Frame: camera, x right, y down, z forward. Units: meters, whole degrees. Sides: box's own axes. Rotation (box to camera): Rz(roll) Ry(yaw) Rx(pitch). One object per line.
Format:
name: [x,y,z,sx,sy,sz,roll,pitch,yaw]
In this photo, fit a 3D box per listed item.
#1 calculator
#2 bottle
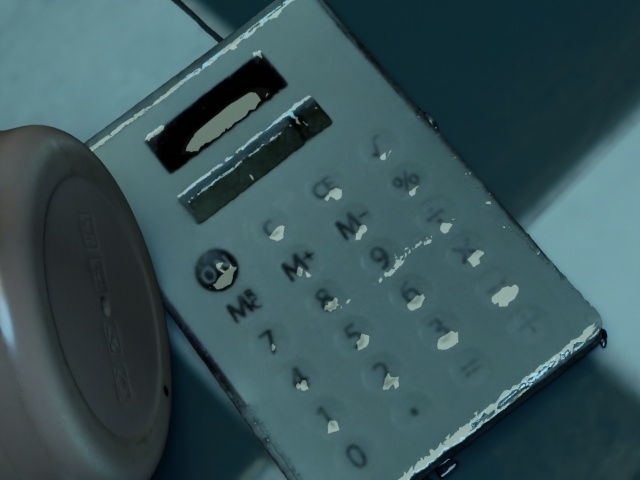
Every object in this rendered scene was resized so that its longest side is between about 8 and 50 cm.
calculator: [0.000,0.000,0.927,0.161,0.021,0.262,-38,60,-3]
bottle: [-0.229,0.054,0.901,0.296,0.173,0.206,-15,32,15]
